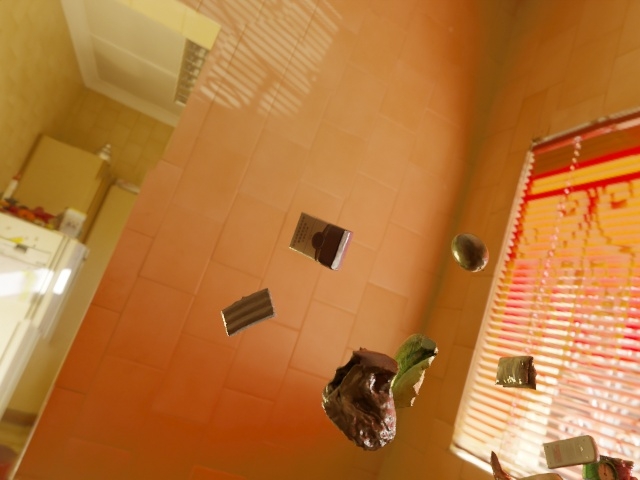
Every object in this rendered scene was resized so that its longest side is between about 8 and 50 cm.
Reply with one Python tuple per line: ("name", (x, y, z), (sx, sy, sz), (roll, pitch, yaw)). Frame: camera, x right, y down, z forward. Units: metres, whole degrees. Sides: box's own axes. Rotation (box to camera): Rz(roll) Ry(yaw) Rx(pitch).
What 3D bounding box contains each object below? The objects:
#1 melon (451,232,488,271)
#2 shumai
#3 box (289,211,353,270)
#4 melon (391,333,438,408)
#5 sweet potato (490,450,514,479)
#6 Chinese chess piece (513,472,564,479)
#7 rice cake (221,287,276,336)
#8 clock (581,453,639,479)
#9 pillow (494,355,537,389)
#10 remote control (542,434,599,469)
("melon", (0.625, 0.053, 1.936), (0.139, 0.139, 0.192), (38, 23, -56))
("shumai", (0.139, 0.417, 1.242), (0.225, 0.222, 0.261), (45, -5, 35))
("box", (0.000, 0.000, 1.866), (0.259, 0.168, 0.071), (24, 6, 43))
("melon", (0.287, 0.401, 1.494), (0.124, 0.196, 0.323), (18, -43, 13))
("sweet potato", (0.638, 0.826, 1.596), (0.058, 0.078, 0.255), (12, 4, -6))
("Chinese chess piece", (0.615, 0.765, 1.366), (0.237, 0.092, 0.238), (-7, -41, -6))
("rice cake", (-0.282, 0.278, 1.805), (0.237, 0.127, 0.043), (-28, -29, 17))
("clock", (0.974, 0.832, 1.560), (0.194, 0.195, 0.100), (13, -29, -7))
("pillow", (0.809, 0.548, 1.932), (0.078, 0.134, 0.181), (19, -22, -20))
("remote control", (0.848, 0.719, 1.577), (0.029, 0.087, 0.190), (23, -41, -23))
